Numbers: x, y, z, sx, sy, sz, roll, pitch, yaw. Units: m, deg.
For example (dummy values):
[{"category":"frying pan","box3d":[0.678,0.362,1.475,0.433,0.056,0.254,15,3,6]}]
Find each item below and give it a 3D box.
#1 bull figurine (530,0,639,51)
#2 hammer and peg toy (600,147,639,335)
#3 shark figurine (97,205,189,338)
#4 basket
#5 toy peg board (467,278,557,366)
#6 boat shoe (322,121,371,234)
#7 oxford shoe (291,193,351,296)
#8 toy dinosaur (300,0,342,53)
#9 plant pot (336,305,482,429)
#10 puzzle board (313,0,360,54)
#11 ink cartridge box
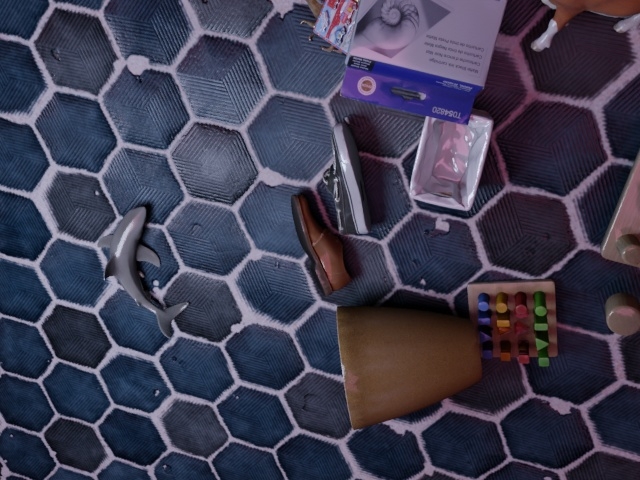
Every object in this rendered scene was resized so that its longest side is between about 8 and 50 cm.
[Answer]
[{"category":"bull figurine","box3d":[0.411,-0.370,0.995,0.310,0.101,0.188,11,150,6]},{"category":"hammer and peg toy","box3d":[0.619,-0.006,1.123,0.266,0.127,0.361,14,114,7]},{"category":"shark figurine","box3d":[-0.408,0.080,1.444,0.166,0.116,0.278,-11,106,20]},{"category":"basket","box3d":[0.229,-0.153,1.181,0.113,0.103,0.167,14,115,9]},{"category":"toy peg board","box3d":[0.365,0.164,1.286,0.160,0.079,0.161,-3,110,16]},{"category":"boat shoe","box3d":[0.040,-0.110,1.263,0.070,0.078,0.219,-7,111,16]},{"category":"oxford shoe","box3d":[0.000,0.000,1.335,0.076,0.076,0.212,-24,103,-8]},{"category":"toy dinosaur","box3d":[0.033,-0.373,1.173,0.183,0.053,0.092,24,114,5]},{"category":"plant pot","box3d":[0.171,0.227,1.298,0.254,0.237,0.237,-8,109,5]},{"category":"puzzle board","box3d":[0.047,-0.375,1.114,0.096,0.011,0.128,38,129,14]},{"category":"ink cartridge box","box3d":[0.159,-0.311,1.056,0.223,0.045,0.224,12,102,-3]}]
